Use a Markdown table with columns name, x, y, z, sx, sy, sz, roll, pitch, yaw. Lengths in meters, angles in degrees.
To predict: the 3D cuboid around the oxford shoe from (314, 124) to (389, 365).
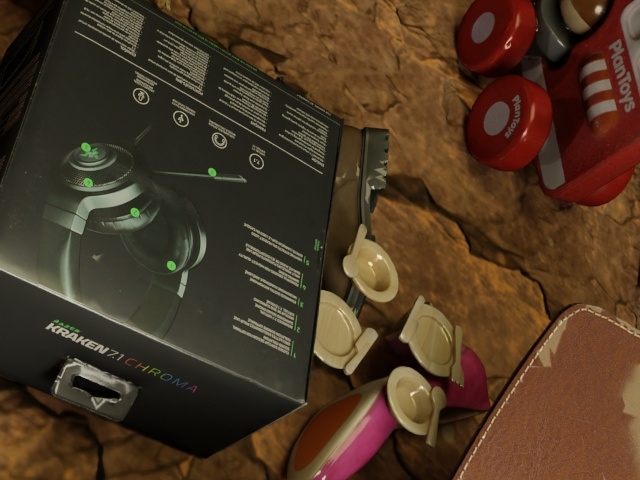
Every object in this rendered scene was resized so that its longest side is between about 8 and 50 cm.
| name | x | y | z | sx | sy | sz | roll | pitch | yaw |
| --- | --- | --- | --- | --- | --- | --- | --- | --- | --- |
| oxford shoe | 0.000 | 0.000 | 0.984 | 0.096 | 0.083 | 0.227 | 10 | 59 | -6 |

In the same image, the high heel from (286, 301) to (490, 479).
| name | x | y | z | sx | sy | sz | roll | pitch | yaw |
| --- | --- | --- | --- | --- | --- | --- | --- | --- | --- |
| high heel | 0.064 | 0.158 | 0.938 | 0.117 | 0.082 | 0.244 | 55 | 37 | -10 |

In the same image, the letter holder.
| name | x | y | z | sx | sy | sz | roll | pitch | yaw |
| --- | --- | --- | --- | --- | --- | --- | --- | --- | --- |
| letter holder | 0.183 | 0.226 | 0.857 | 0.214 | 0.152 | 0.301 | 31 | 75 | 4 |

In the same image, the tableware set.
| name | x | y | z | sx | sy | sz | roll | pitch | yaw |
| --- | --- | --- | --- | --- | --- | --- | --- | --- | --- |
| tableware set | 0.054 | 0.072 | 0.895 | 0.169 | 0.020 | 0.141 | 45 | 40 | -17 |

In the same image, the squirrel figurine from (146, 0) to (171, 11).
| name | x | y | z | sx | sy | sz | roll | pitch | yaw |
| --- | --- | --- | --- | --- | --- | --- | --- | --- | --- |
| squirrel figurine | -0.179 | -0.363 | 0.824 | 0.281 | 0.370 | 0.397 | -46 | 132 | -6 |

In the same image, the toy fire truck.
| name | x | y | z | sx | sy | sz | roll | pitch | yaw |
| --- | --- | --- | --- | --- | --- | --- | --- | --- | --- |
| toy fire truck | 0.292 | -0.194 | 1.212 | 0.169 | 0.254 | 0.302 | 19 | 54 | -32 |

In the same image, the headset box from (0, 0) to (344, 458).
| name | x | y | z | sx | sy | sz | roll | pitch | yaw |
| --- | --- | --- | --- | --- | --- | --- | --- | --- | --- |
| headset box | -0.127 | -0.010 | 0.825 | 0.246 | 0.131 | 0.283 | 27 | 50 | -27 |
